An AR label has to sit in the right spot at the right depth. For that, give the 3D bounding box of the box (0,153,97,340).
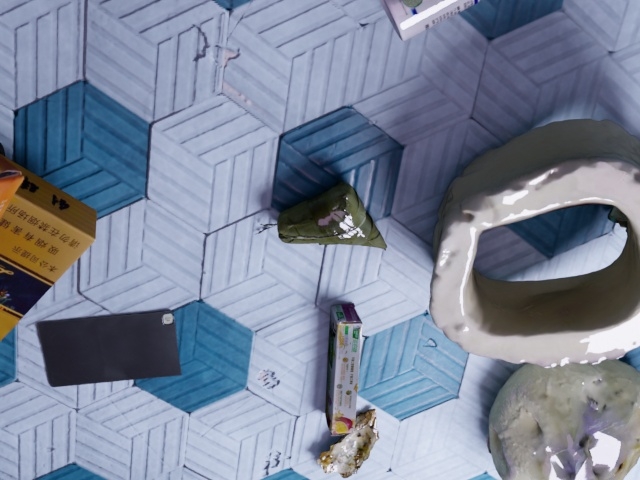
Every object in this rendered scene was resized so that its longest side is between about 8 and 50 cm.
[{"bbox_3d":[-0.411,0.019,1.140,0.152,0.070,0.237,34,113,-32],"label":"box"}]

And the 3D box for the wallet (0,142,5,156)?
[{"bbox_3d":[-0.515,-0.056,1.140,0.250,0.044,0.149,-2,115,-7],"label":"wallet"}]

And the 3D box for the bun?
[{"bbox_3d":[0.392,0.299,1.398,0.273,0.168,0.273,-5,113,-11],"label":"bun"}]

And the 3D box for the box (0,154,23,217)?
[{"bbox_3d":[-0.521,-0.004,1.020,0.225,0.143,0.341,37,109,5],"label":"box"}]

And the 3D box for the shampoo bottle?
[{"bbox_3d":[0.211,-0.342,1.061,0.303,0.092,0.092,-27,119,8],"label":"shampoo bottle"}]

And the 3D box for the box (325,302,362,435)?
[{"bbox_3d":[0.032,0.193,1.351,0.041,0.050,0.207,-2,119,-9],"label":"box"}]

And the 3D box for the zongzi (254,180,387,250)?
[{"bbox_3d":[0.000,0.000,1.243,0.154,0.062,0.130,-25,131,13],"label":"zongzi"}]

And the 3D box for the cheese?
[{"bbox_3d":[0.298,0.008,1.203,0.332,0.153,0.292,-14,116,15],"label":"cheese"}]

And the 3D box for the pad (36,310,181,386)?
[{"bbox_3d":[-0.301,0.156,1.308,0.193,0.004,0.116,-5,119,-5],"label":"pad"}]

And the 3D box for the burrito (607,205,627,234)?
[{"bbox_3d":[0.528,-0.116,1.247,0.309,0.066,0.096,-38,119,15],"label":"burrito"}]

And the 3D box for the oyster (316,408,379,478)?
[{"bbox_3d":[0.052,0.323,1.437,0.132,0.029,0.086,-36,123,8],"label":"oyster"}]
